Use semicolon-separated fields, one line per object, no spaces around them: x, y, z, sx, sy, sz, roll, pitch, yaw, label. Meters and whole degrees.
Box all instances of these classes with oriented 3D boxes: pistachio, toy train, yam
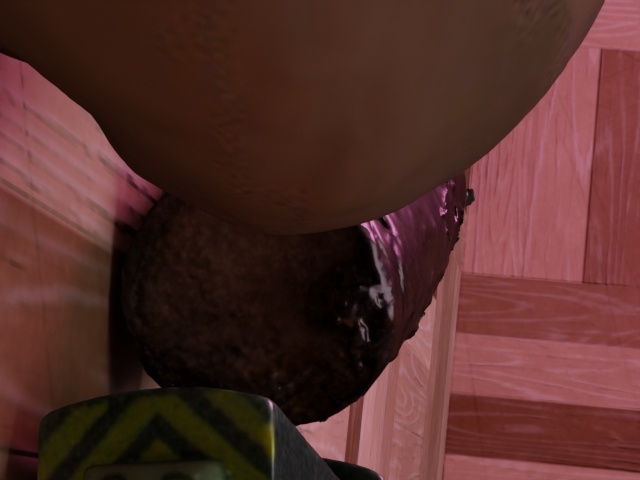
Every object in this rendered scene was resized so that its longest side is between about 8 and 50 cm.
-0.003;-0.121;0.432;0.332;0.226;0.208;99;-22;-69;pistachio
-0.036;0.160;0.666;0.330;0.138;0.178;63;23;-68;toy train
0.001;-0.001;0.805;0.279;0.131;0.131;-51;145;-75;yam
